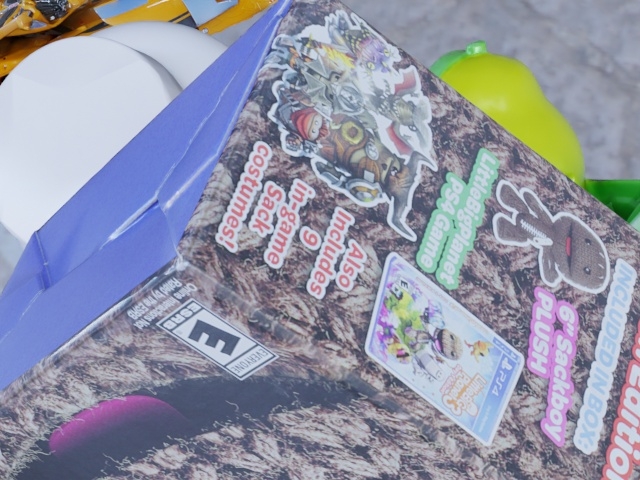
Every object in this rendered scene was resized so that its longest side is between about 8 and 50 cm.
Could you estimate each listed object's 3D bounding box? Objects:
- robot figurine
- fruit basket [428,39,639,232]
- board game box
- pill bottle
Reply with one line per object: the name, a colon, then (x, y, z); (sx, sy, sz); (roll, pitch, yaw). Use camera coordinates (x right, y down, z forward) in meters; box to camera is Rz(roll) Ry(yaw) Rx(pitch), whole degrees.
robot figurine: (-0.177, -0.206, 1.339); (0.291, 0.085, 0.211); (-20, 30, 9)
fruit basket: (0.193, 0.000, 1.579); (0.392, 0.392, 0.283); (32, 75, 39)
board game box: (0.024, 0.079, 0.627); (0.232, 0.291, 0.141); (-36, 26, 47)
pill bottle: (-0.080, -0.033, 0.984); (0.181, 0.323, 0.181); (-3, 83, 21)
